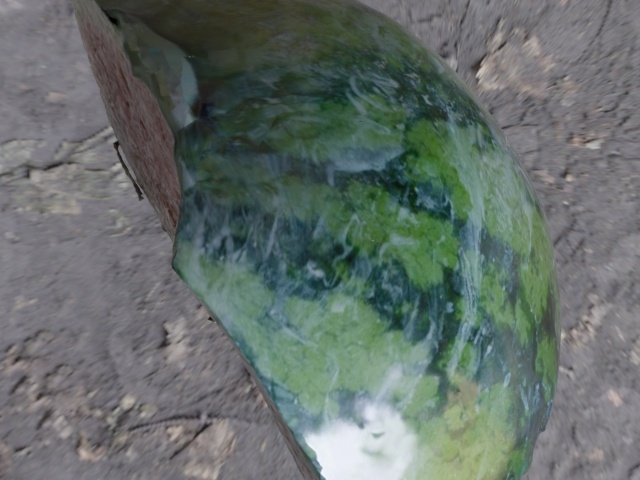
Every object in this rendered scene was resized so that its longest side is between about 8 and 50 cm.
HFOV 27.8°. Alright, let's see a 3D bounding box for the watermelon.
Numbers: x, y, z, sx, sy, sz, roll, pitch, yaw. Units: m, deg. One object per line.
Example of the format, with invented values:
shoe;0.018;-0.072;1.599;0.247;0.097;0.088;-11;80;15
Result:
watermelon;0.000;0.000;0.570;0.180;0.224;0.305;-54;49;32
